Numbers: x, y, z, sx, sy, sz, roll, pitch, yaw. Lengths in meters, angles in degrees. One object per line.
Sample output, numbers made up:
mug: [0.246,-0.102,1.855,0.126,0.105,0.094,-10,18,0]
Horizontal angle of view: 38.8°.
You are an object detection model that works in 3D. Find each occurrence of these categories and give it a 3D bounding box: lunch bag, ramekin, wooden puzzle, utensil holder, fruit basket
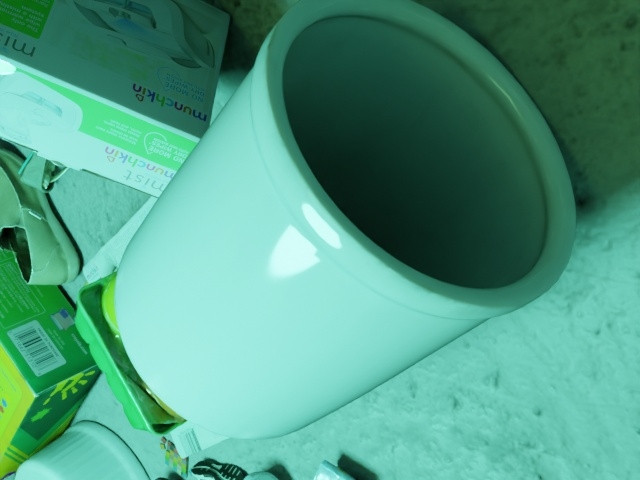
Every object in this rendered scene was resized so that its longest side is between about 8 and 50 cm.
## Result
lunch bag: [0.029,0.342,1.230,0.071,0.053,0.083,26,134,34]
ramekin: [-0.428,0.480,1.641,0.277,0.135,0.277,18,119,36]
wooden puzzle: [-0.240,0.363,1.511,0.083,0.006,0.049,27,125,31]
utensil holder: [0.000,0.000,0.916,0.327,0.328,0.385,55,136,8]
fruit basket: [-0.183,0.116,1.241,0.353,0.165,0.327,-35,84,44]

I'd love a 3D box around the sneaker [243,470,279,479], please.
sneaker: [-0.043,0.456,1.333,0.258,0.094,0.091,62,153,7]

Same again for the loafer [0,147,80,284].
loafer: [-0.499,-0.038,1.504,0.268,0.092,0.102,54,134,10]

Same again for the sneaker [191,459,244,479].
sneaker: [-0.154,0.375,1.424,0.109,0.040,0.043,5,128,44]

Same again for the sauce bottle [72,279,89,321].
sauce bottle: [-0.375,0.095,1.490,0.042,0.042,0.128,50,135,13]

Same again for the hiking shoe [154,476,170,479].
hiking shoe: [-0.258,0.510,1.516,0.086,0.114,0.226,3,111,40]

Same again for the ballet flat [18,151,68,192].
ballet flat: [-0.406,-0.151,1.402,0.068,0.072,0.213,33,134,-8]

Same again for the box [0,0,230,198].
box: [-0.257,-0.202,1.040,0.262,0.231,0.127,23,136,-20]

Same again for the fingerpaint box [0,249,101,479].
fingerpaint box: [-0.618,0.164,1.651,0.445,0.163,0.371,50,132,14]
